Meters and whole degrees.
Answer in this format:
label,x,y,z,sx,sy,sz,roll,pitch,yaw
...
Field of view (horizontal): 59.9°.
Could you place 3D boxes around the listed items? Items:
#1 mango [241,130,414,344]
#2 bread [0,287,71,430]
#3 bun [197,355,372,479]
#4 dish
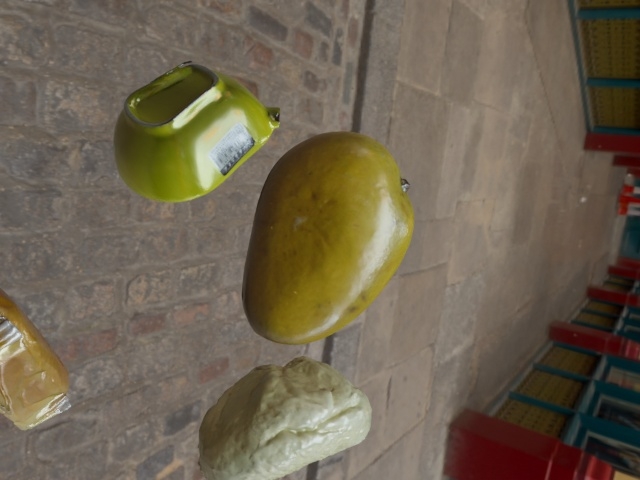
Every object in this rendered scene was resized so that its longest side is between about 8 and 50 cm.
label,x,y,z,sx,sy,sz,roll,pitch,yaw
mango,0.000,0.000,0.482,0.195,0.137,0.098,-56,167,7
bread,-0.428,0.152,0.742,0.107,0.136,0.241,-45,153,-30
bun,-0.050,0.217,0.686,0.220,0.220,0.134,14,52,-58
dish,-0.205,-0.189,0.853,0.262,0.221,0.108,-39,146,-17
